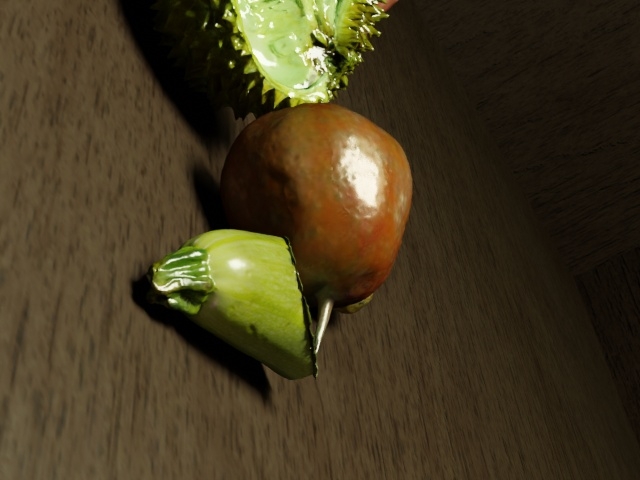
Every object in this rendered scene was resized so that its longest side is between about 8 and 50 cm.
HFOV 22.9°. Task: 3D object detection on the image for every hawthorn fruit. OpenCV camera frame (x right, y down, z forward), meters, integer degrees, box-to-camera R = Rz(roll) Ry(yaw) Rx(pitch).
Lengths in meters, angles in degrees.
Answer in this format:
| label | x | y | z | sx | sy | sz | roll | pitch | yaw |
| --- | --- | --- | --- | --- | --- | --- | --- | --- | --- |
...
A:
| label | x | y | z | sx | sy | sz | roll | pitch | yaw |
| --- | --- | --- | --- | --- | --- | --- | --- | --- | --- |
| hawthorn fruit | 0.007 | -0.009 | 1.155 | 0.189 | 0.149 | 0.149 | 68 | 12 | 7 |

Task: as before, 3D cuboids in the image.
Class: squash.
| label | x | y | z | sx | sy | sz | roll | pitch | yaw |
| --- | --- | --- | --- | --- | --- | --- | --- | --- | --- |
| squash | -0.046 | 0.032 | 0.988 | 0.200 | 0.075 | 0.090 | 31 | 59 | -66 |

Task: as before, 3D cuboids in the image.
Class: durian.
| label | x | y | z | sx | sy | sz | roll | pitch | yaw |
| --- | --- | --- | --- | --- | --- | --- | --- | --- | --- |
| durian | -0.037 | -0.205 | 1.253 | 0.200 | 0.237 | 0.176 | 24 | -19 | -17 |

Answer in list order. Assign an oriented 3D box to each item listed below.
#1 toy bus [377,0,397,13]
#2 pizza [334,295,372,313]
| label | x | y | z | sx | sy | sz | roll | pitch | yaw |
| --- | --- | --- | --- | --- | --- | --- | --- | --- | --- |
| toy bus | -0.013 | -0.467 | 1.886 | 0.427 | 0.233 | 0.203 | 59 | 11 | -12 |
| pizza | 0.000 | 0.001 | 1.330 | 0.134 | 0.046 | 0.175 | 64 | 11 | 4 |
